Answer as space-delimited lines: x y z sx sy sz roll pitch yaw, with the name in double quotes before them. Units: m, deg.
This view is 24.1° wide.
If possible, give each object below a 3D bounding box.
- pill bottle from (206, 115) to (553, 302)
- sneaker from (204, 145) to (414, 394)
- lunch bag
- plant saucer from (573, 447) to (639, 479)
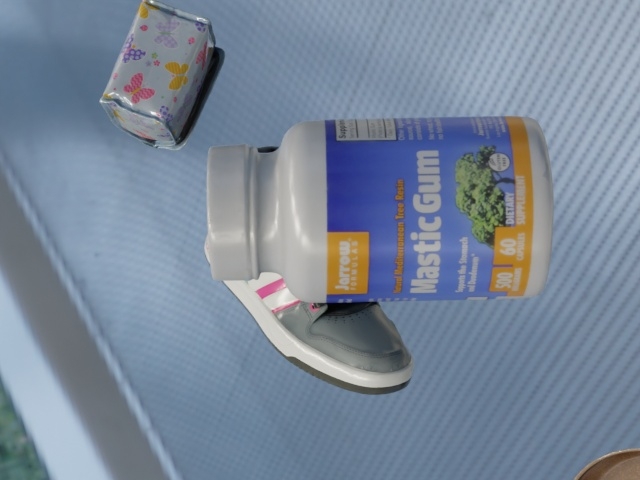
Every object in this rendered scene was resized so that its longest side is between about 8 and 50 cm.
"pill bottle" 0.045 -0.024 1.234 0.152 0.272 0.152 178 90 -89
"sneaker" 0.000 0.000 1.426 0.295 0.124 0.178 41 131 38
"lunch bag" -0.090 -0.094 0.880 0.083 0.053 0.071 94 -162 -80
"plant saucer" 0.348 0.288 1.528 0.199 0.036 0.198 11 119 20
